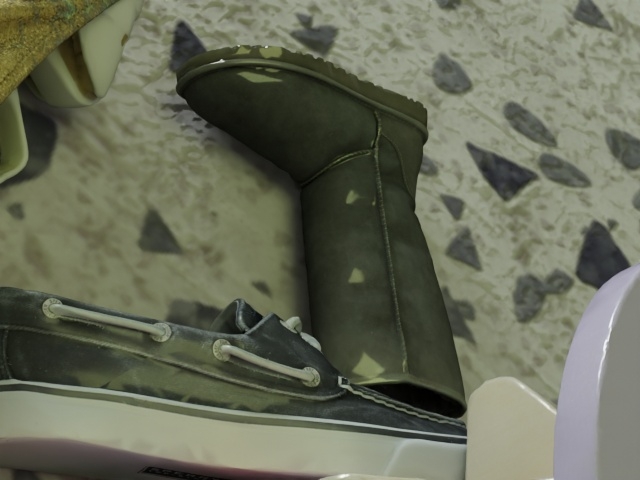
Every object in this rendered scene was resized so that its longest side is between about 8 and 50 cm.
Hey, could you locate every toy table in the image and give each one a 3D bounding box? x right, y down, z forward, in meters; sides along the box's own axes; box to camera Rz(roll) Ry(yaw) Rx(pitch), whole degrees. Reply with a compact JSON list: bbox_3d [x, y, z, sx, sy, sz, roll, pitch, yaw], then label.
[{"bbox_3d":[0.133,0.153,0.943,0.252,0.161,0.274,41,43,-22],"label":"toy table"}]

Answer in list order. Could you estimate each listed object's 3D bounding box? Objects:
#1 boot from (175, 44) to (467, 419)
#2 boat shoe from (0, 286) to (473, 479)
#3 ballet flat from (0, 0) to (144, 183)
[{"bbox_3d":[0.000,-0.001,1.162,0.189,0.076,0.209,13,64,-25],"label":"boot"},{"bbox_3d":[-0.038,0.082,1.045,0.301,0.108,0.102,10,70,-19],"label":"boat shoe"},{"bbox_3d":[-0.175,-0.102,1.077,0.123,0.123,0.348,46,47,-3],"label":"ballet flat"}]
